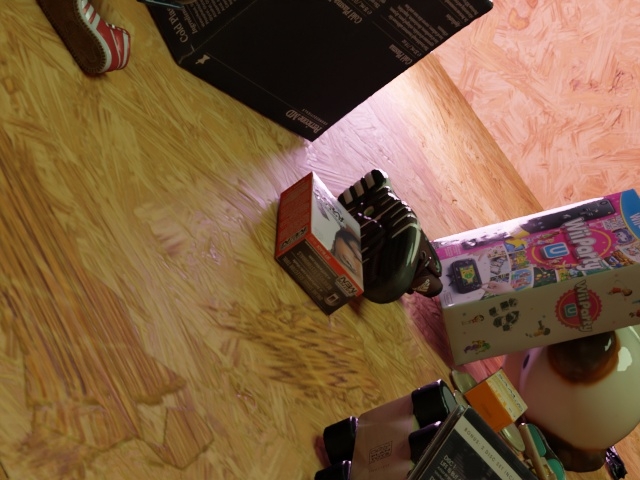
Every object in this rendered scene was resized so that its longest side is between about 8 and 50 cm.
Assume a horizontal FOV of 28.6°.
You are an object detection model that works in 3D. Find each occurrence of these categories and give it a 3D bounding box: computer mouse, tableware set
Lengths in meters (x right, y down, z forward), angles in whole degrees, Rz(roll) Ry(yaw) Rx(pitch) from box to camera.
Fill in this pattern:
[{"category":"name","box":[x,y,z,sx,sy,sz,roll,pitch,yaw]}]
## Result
[{"category":"computer mouse","box":[0.424,0.261,2.044,0.262,0.060,0.184,45,19,-30]},{"category":"tableware set","box":[0.208,0.230,1.571,0.141,0.020,0.169,52,18,-6]}]

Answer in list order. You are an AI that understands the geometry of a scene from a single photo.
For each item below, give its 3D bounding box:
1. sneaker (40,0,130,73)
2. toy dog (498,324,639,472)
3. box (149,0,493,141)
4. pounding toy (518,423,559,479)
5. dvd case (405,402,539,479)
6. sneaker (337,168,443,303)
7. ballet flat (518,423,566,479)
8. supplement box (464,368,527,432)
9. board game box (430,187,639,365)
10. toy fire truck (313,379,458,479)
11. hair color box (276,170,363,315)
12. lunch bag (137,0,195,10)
[{"category":"sneaker","box":[-0.226,-0.213,1.210,0.118,0.042,0.067,63,21,4]},{"category":"toy dog","box":[0.439,0.174,1.810,0.408,0.285,0.395,-21,41,-36]},{"category":"box","box":[-0.005,-0.322,1.570,0.343,0.312,0.179,26,32,-60]},{"category":"pounding toy","box":[0.237,0.287,1.388,0.141,0.100,0.130,60,16,18]},{"category":"dvd case","box":[0.093,0.256,0.914,0.164,0.221,0.018,47,-23,-22]},{"category":"sneaker","box":[0.108,0.028,1.554,0.162,0.106,0.281,50,16,-24]},{"category":"ballet flat","box":[0.296,0.295,1.656,0.041,0.041,0.114,36,25,-47]},{"category":"supplement box","box":[0.219,0.200,1.559,0.062,0.036,0.098,56,17,8]},{"category":"board game box","box":[0.307,0.046,1.686,0.224,0.303,0.098,-93,169,-66]},{"category":"toy fire truck","box":[0.120,0.265,1.055,0.246,0.158,0.217,62,13,-15]},{"category":"hair color box","box":[0.000,0.000,1.393,0.093,0.053,0.167,49,18,-21]},{"category":"lunch bag","box":[-0.208,-0.401,1.250,0.256,0.212,0.305,33,27,-51]}]
